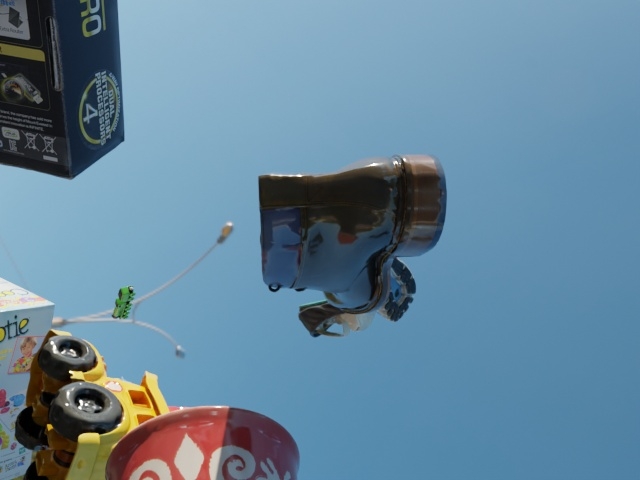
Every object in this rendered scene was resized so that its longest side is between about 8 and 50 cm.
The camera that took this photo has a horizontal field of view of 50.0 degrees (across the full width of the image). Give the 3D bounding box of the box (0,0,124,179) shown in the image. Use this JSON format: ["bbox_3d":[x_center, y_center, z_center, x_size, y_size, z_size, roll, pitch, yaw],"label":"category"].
[{"bbox_3d":[-0.353,-0.240,0.524,0.395,0.097,0.318,13,-57,11],"label":"box"}]

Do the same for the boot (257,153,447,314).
[{"bbox_3d":[0.000,0.000,0.475,0.219,0.106,0.082,116,-28,-65],"label":"boot"}]

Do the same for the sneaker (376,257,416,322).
[{"bbox_3d":[0.030,0.009,0.644,0.073,0.063,0.162,10,-47,42],"label":"sneaker"}]

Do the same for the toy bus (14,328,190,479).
[{"bbox_3d":[-0.253,0.225,0.859,0.220,0.211,0.149,49,-58,47],"label":"toy bus"}]

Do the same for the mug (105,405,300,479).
[{"bbox_3d":[-0.047,0.197,0.354,0.113,0.150,0.169,-26,-144,8],"label":"mug"}]

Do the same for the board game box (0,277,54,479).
[{"bbox_3d":[-0.510,0.208,1.002,0.142,0.144,0.275,18,-79,29],"label":"board game box"}]

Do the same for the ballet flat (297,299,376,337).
[{"bbox_3d":[0.041,0.108,1.041,0.203,0.074,0.074,-26,-112,47],"label":"ballet flat"}]

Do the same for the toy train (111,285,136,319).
[{"bbox_3d":[-0.284,0.091,0.989,0.017,0.024,0.083,62,-36,24],"label":"toy train"}]
